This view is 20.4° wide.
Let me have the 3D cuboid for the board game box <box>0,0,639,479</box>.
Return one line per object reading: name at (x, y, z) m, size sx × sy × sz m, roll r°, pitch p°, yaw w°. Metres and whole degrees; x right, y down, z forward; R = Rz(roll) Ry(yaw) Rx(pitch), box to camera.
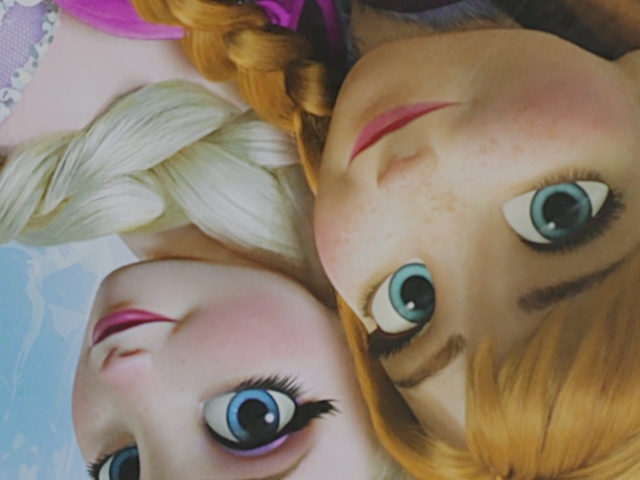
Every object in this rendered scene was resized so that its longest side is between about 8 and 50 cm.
board game box at (0.000, 0.000, 0.386) m, size 0.319 × 0.318 × 0.066 m, roll -38°, pitch 168°, yaw 12°
